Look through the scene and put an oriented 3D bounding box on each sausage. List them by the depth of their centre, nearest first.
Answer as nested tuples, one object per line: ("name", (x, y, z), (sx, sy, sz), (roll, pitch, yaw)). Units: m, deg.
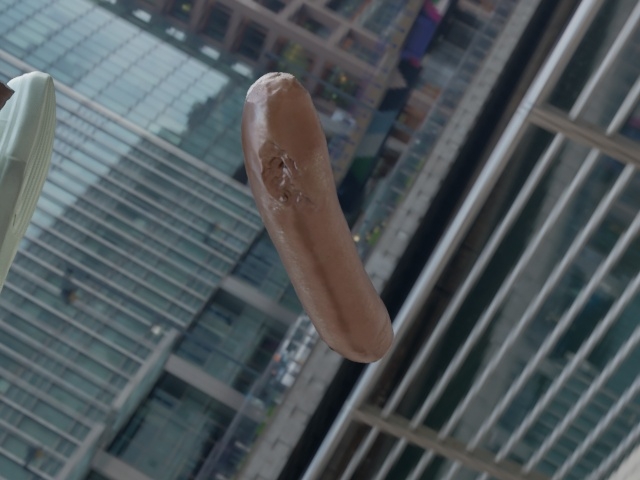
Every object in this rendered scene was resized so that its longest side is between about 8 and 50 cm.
("sausage", (0.000, 0.000, 0.515), (0.043, 0.043, 0.186), (-58, -35, -31))

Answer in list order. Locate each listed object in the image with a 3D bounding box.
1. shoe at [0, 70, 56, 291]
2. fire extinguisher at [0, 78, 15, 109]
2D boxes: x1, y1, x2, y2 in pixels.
("shoe", (-0.423, -0.038, 1.217), (0.132, 0.160, 0.362), (129, 157, -77))
("fire extinguisher", (-0.308, -0.071, 0.847), (0.158, 0.043, 0.064), (-54, -10, -5))
